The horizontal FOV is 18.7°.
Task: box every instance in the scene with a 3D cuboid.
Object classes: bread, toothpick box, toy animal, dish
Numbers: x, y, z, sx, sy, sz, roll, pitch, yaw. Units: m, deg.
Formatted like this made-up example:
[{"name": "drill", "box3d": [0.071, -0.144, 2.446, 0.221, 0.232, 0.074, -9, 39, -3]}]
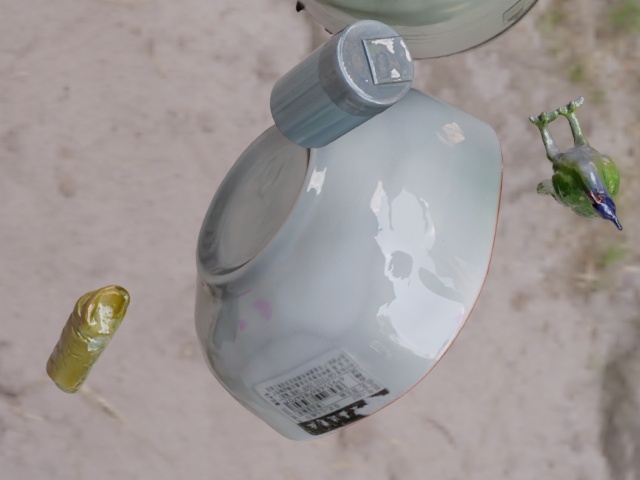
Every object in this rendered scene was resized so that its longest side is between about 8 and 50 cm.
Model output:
[{"name": "bread", "box3d": [-0.158, 0.065, 1.306, 0.034, 0.088, 0.049, 32, 37, -1]}, {"name": "toothpick box", "box3d": [0.011, -0.089, 1.120, 0.052, 0.083, 0.052, 9, 70, -27]}, {"name": "toy animal", "box3d": [0.156, -0.052, 1.240, 0.041, 0.217, 0.075, -21, 98, -2]}, {"name": "dish", "box3d": [0.000, 0.000, 1.307, 0.117, 0.256, 0.256, 32, 75, -25]}]

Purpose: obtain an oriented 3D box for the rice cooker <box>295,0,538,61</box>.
[{"name": "rice cooker", "box3d": [0.066, -0.236, 1.297, 0.226, 0.244, 0.226, -1, 84, 7]}]
